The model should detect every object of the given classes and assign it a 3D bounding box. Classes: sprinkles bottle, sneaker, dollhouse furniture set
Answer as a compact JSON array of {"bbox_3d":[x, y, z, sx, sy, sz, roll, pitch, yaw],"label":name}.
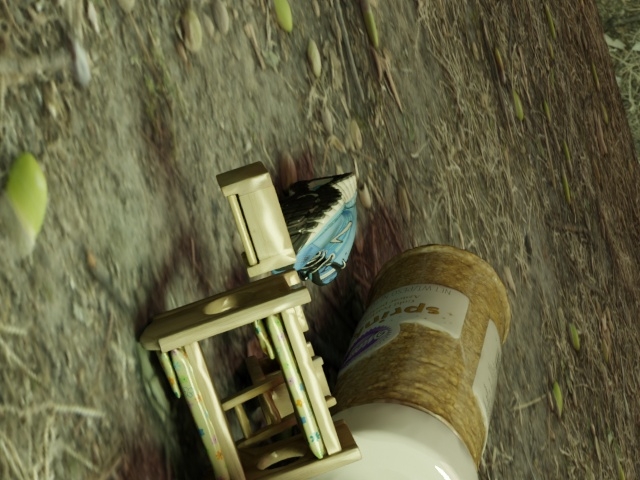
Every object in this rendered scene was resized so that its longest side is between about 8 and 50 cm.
[{"bbox_3d":[0.066,0.116,1.219,0.355,0.121,0.121,-63,136,-68],"label":"sprinkles bottle"},{"bbox_3d":[0.000,0.000,1.230,0.162,0.063,0.073,-42,121,-68],"label":"sneaker"},{"bbox_3d":[-0.061,0.046,1.041,0.161,0.101,0.182,-127,-162,-76],"label":"dollhouse furniture set"}]
